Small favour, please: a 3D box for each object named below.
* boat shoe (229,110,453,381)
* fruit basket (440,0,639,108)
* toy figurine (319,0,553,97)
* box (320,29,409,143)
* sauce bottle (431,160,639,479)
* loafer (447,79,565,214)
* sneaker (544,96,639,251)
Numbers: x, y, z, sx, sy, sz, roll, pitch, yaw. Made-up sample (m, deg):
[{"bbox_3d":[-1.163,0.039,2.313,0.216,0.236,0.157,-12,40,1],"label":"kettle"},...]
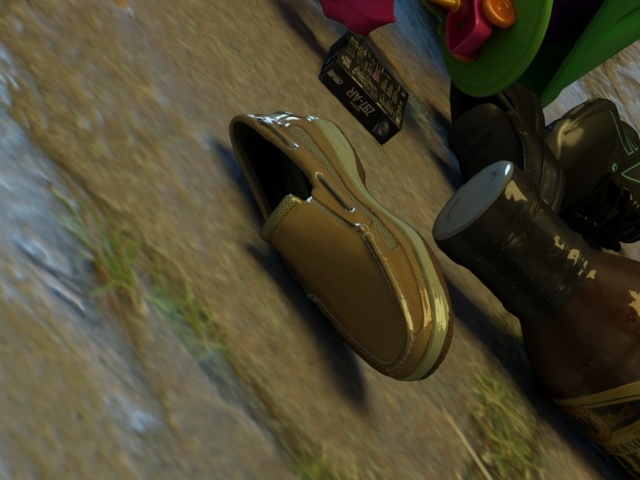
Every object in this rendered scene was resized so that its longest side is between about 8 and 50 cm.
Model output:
[{"bbox_3d":[0.000,0.000,0.858,0.072,0.068,0.190,14,29,-40],"label":"boat shoe"},{"bbox_3d":[0.156,-0.305,1.393,0.392,0.392,0.283,12,41,-59],"label":"fruit basket"},{"bbox_3d":[0.063,-0.201,1.190,0.159,0.130,0.173,11,57,-30],"label":"toy figurine"},{"bbox_3d":[0.032,-0.110,1.170,0.067,0.018,0.083,45,20,-13],"label":"box"},{"bbox_3d":[0.210,0.089,1.065,0.344,0.111,0.111,44,21,-13],"label":"sauce bottle"},{"bbox_3d":[0.130,-0.062,1.224,0.078,0.076,0.223,28,27,-16],"label":"loafer"},{"bbox_3d":[0.242,-0.052,1.394,0.106,0.101,0.267,58,22,15],"label":"sneaker"}]
